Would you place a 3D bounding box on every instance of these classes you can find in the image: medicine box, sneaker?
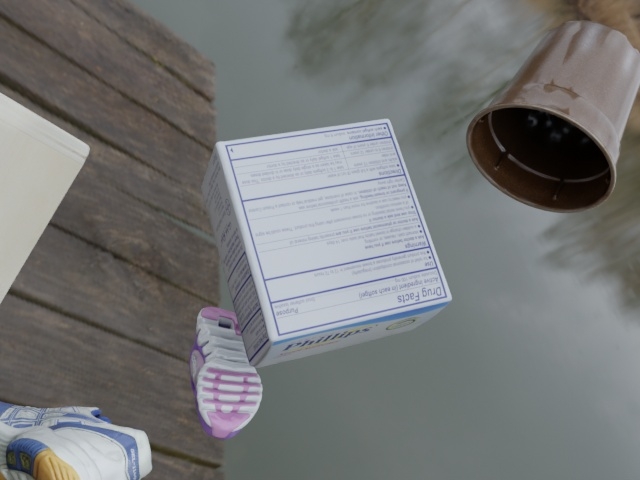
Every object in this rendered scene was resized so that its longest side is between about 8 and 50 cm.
[{"bbox_3d":[0.000,0.000,1.122,0.263,0.149,0.289,-11,73,-21],"label":"medicine box"},{"bbox_3d":[-0.297,0.229,0.860,0.131,0.296,0.112,-11,102,-45],"label":"sneaker"},{"bbox_3d":[-0.149,0.206,1.165,0.095,0.105,0.236,17,29,-20],"label":"sneaker"}]

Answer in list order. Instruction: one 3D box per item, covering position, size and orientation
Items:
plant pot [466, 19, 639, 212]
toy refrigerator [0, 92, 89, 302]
[{"bbox_3d":[0.273,-0.146,0.896,0.167,0.167,0.165,45,61,-24],"label":"plant pot"},{"bbox_3d":[-0.254,-0.069,0.409,0.269,0.102,0.094,28,-4,25],"label":"toy refrigerator"}]
